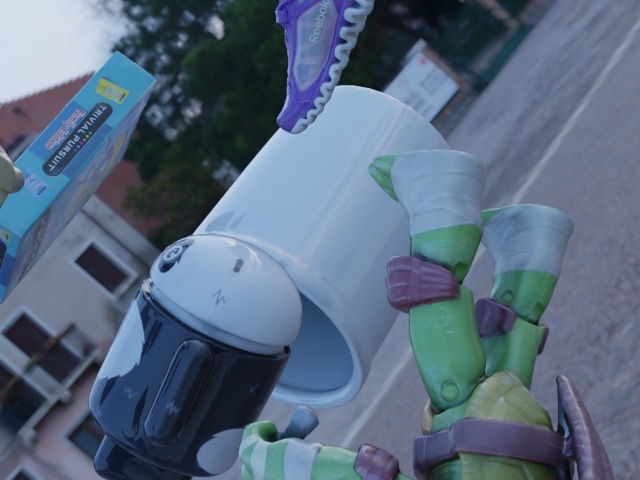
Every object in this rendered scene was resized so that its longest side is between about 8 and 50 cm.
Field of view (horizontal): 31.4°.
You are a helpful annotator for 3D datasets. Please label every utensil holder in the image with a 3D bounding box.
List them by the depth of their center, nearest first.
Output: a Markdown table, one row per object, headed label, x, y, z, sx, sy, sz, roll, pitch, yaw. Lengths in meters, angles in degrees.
| label | x | y | z | sx | sy | sz | roll | pitch | yaw |
| --- | --- | --- | --- | --- | --- | --- | --- | --- | --- |
| utensil holder | 0.000 | 0.000 | 1.695 | 0.385 | 0.328 | 0.327 | -56 | 5 | -34 |

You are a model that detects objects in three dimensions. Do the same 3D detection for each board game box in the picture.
| label | x | y | z | sx | sy | sz | roll | pitch | yaw |
| --- | --- | --- | --- | --- | --- | --- | --- | --- | --- |
| board game box | -0.392 | -0.091 | 1.701 | 0.336 | 0.079 | 0.254 | -57 | 4 | -32 |

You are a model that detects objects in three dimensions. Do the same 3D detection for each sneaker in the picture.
| label | x | y | z | sx | sy | sz | roll | pitch | yaw |
| --- | --- | --- | --- | --- | --- | --- | --- | --- | --- |
| sneaker | -0.010 | -0.239 | 1.315 | 0.095 | 0.105 | 0.236 | -83 | 16 | -68 |

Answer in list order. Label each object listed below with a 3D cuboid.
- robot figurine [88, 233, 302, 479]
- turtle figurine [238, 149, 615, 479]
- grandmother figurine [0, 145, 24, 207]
| label | x | y | z | sx | sy | sz | roll | pitch | yaw |
| --- | --- | --- | --- | --- | --- | --- | --- | --- | --- |
| robot figurine | -0.134 | 0.127 | 1.169 | 0.209 | 0.174 | 0.278 | 38 | 106 | 46 |
| turtle figurine | 0.047 | 0.103 | 0.647 | 0.274 | 0.198 | 0.266 | 127 | 154 | -68 |
| grandmother figurine | -0.378 | -0.129 | 1.127 | 0.104 | 0.207 | 0.342 | -29 | 25 | -8 |
